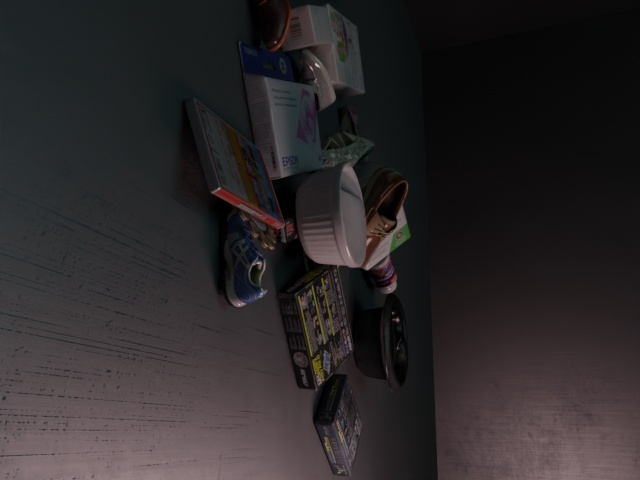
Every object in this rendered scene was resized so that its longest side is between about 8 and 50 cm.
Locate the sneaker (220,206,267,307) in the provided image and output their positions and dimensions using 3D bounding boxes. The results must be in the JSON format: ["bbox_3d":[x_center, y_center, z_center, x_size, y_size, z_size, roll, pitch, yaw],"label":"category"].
[{"bbox_3d":[-0.153,0.029,1.148,0.080,0.081,0.211,24,55,-64],"label":"sneaker"}]

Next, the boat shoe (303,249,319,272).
[{"bbox_3d":[0.000,0.000,1.587,0.084,0.079,0.233,53,39,-55],"label":"boat shoe"}]

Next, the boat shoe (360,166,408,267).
[{"bbox_3d":[0.168,-0.061,1.690,0.123,0.116,0.325,10,105,-37],"label":"boat shoe"}]

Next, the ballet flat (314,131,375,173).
[{"bbox_3d":[0.072,-0.285,1.795,0.409,0.146,0.147,-50,131,-63],"label":"ballet flat"}]

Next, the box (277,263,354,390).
[{"bbox_3d":[-0.006,0.221,1.472,0.216,0.060,0.270,-33,116,-53],"label":"box"}]

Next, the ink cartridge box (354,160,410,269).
[{"bbox_3d":[0.159,-0.085,1.831,0.211,0.121,0.289,-35,127,-20],"label":"ink cartridge box"}]

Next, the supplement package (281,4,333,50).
[{"bbox_3d":[-0.043,-0.603,1.587,0.179,0.105,0.105,-46,127,-64],"label":"supplement package"}]

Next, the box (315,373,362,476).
[{"bbox_3d":[0.058,0.537,1.623,0.183,0.059,0.233,-67,146,-53],"label":"box"}]

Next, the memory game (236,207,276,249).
[{"bbox_3d":[-0.146,-0.061,1.194,0.186,0.012,0.186,58,11,-17],"label":"memory game"}]

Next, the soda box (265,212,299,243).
[{"bbox_3d":[-0.082,-0.032,1.404,0.169,0.053,0.060,-27,110,-68],"label":"soda box"}]

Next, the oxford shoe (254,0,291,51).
[{"bbox_3d":[-0.140,-0.602,1.380,0.098,0.096,0.272,8,72,-49],"label":"oxford shoe"}]

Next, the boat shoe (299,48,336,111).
[{"bbox_3d":[-0.019,-0.463,1.646,0.081,0.079,0.227,-46,150,-6],"label":"boat shoe"}]

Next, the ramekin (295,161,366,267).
[{"bbox_3d":[0.029,-0.061,1.452,0.273,0.127,0.273,-6,90,-73],"label":"ramekin"}]

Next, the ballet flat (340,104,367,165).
[{"bbox_3d":[0.109,-0.375,2.006,0.079,0.076,0.222,-20,99,-50],"label":"ballet flat"}]

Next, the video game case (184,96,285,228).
[{"bbox_3d":[-0.169,-0.149,1.153,0.285,0.025,0.204,31,37,-65],"label":"video game case"}]

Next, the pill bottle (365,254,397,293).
[{"bbox_3d":[0.232,0.119,2.135,0.194,0.108,0.108,62,30,-45],"label":"pill bottle"}]

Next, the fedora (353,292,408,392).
[{"bbox_3d":[0.201,0.352,1.922,0.334,0.152,0.334,-6,90,-70],"label":"fedora"}]

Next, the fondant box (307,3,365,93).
[{"bbox_3d":[0.050,-0.620,1.862,0.330,0.096,0.239,-23,106,-70],"label":"fondant box"}]

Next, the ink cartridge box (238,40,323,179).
[{"bbox_3d":[-0.089,-0.335,1.451,0.324,0.071,0.331,-32,116,-67],"label":"ink cartridge box"}]
